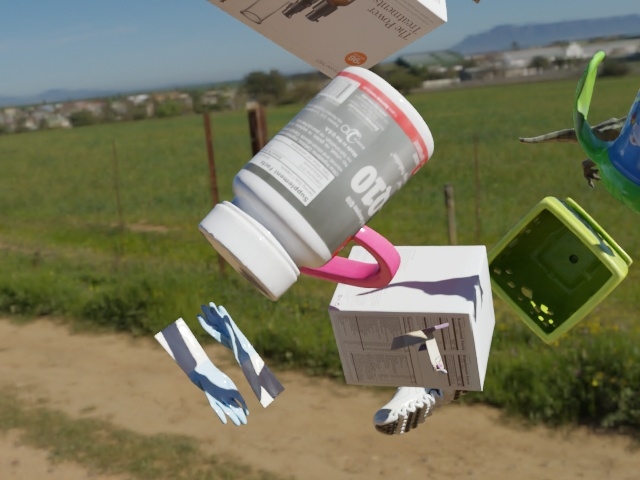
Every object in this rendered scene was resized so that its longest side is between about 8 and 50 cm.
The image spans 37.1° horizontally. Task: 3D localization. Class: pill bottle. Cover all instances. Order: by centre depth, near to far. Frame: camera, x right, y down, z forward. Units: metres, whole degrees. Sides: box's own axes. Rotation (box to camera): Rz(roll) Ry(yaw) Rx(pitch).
[{"bbox_3d":[-0.007,-0.068,1.203,0.283,0.161,0.161,-46,20,-9],"label":"pill bottle"}]

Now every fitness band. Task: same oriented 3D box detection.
[{"bbox_3d":[0.000,0.000,1.627,0.291,0.209,0.054,13,59,32],"label":"fitness band"}]

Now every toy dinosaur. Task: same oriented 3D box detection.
[{"bbox_3d":[0.467,-0.152,1.540,0.268,0.118,0.064,-8,46,23],"label":"toy dinosaur"}]

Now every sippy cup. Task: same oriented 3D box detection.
[{"bbox_3d":[0.491,-0.155,1.185,0.306,0.224,0.240,3,32,-8],"label":"sippy cup"}]

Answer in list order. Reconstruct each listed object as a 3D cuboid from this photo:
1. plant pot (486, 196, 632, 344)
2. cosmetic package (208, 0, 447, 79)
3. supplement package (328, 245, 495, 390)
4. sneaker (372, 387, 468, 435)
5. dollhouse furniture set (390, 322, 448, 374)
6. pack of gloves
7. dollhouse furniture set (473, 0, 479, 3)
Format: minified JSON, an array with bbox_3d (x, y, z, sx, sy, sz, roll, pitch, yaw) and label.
[{"bbox_3d":[0.504,0.049,2.003,0.227,0.228,0.207,-49,-16,27],"label":"plant pot"},{"bbox_3d":[0.015,-0.472,1.830,0.284,0.097,0.377,-24,-35,39],"label":"cosmetic package"},{"bbox_3d":[0.180,0.144,1.810,0.263,0.198,0.199,0,37,19],"label":"supplement package"},{"bbox_3d":[0.219,0.335,2.131,0.292,0.110,0.118,-26,59,-31],"label":"sneaker"},{"bbox_3d":[0.153,0.192,1.565,0.114,0.081,0.091,-9,-9,-44],"label":"dollhouse furniture set"},{"bbox_3d":[-0.173,0.221,1.777,0.046,0.232,0.195,-39,-2,32],"label":"pack of gloves"},{"bbox_3d":[0.312,-0.560,1.405,0.374,0.152,0.201,-48,2,36],"label":"dollhouse furniture set"}]
